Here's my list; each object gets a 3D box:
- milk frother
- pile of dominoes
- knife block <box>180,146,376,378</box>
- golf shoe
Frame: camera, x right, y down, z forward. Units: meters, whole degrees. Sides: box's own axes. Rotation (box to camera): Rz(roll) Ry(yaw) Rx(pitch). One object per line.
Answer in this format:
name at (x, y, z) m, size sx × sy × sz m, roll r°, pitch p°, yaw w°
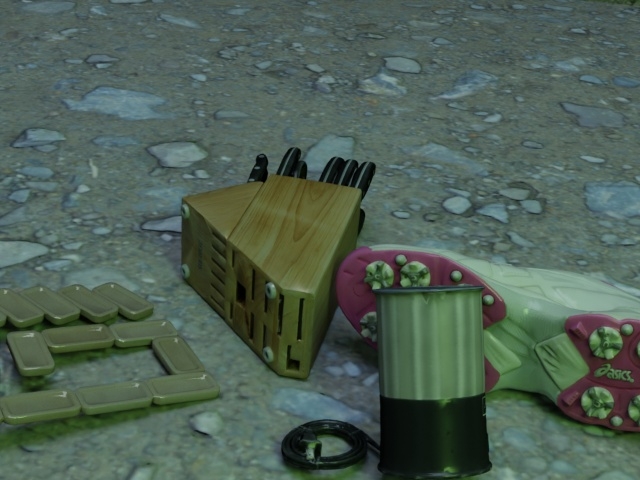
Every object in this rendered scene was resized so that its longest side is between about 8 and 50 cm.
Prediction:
milk frother at (0.046, 0.102, 0.783) m, size 0.143 × 0.135 × 0.129 m, roll -1°, pitch -2°, yaw -16°
pile of dominoes at (-0.236, 0.101, 0.875) m, size 0.251 × 0.040 × 0.196 m, roll -3°, pitch 28°, yaw -30°
knife block at (0.000, 0.000, 1.015) m, size 0.242 × 0.088 × 0.275 m, roll -14°, pitch 33°, yaw -29°
golf shoe at (0.165, 0.070, 0.909) m, size 0.306 × 0.115 × 0.140 m, roll 18°, pitch 20°, yaw 12°
